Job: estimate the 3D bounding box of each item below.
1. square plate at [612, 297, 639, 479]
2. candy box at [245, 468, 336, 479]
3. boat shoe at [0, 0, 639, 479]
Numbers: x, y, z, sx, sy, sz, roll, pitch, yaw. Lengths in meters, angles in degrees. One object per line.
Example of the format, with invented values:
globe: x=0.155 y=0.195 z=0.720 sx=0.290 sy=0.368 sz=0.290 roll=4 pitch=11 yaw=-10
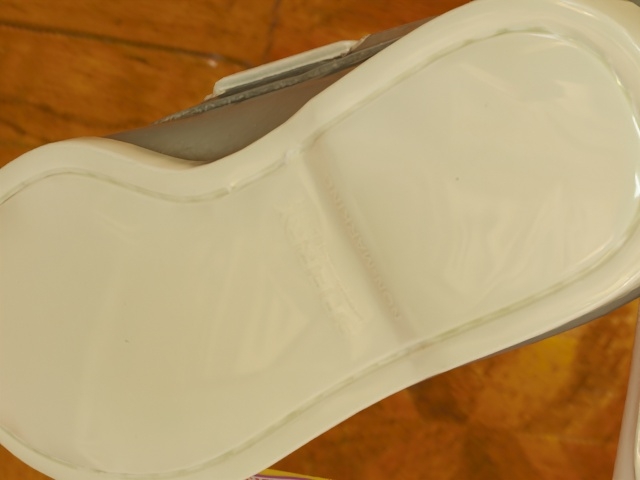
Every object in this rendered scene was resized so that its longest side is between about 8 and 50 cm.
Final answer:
square plate: x=0.271 y=0.031 z=0.896 sx=0.049 sy=0.347 sz=0.344 roll=12 pitch=83 yaw=-40
candy box: x=-0.010 y=0.156 z=0.902 sx=0.206 sy=0.027 sz=0.105 roll=14 pitch=123 yaw=-31
boat shoe: x=0.000 y=0.000 z=0.576 sx=0.099 sy=0.319 sz=0.116 roll=-23 pitch=92 yaw=-46
